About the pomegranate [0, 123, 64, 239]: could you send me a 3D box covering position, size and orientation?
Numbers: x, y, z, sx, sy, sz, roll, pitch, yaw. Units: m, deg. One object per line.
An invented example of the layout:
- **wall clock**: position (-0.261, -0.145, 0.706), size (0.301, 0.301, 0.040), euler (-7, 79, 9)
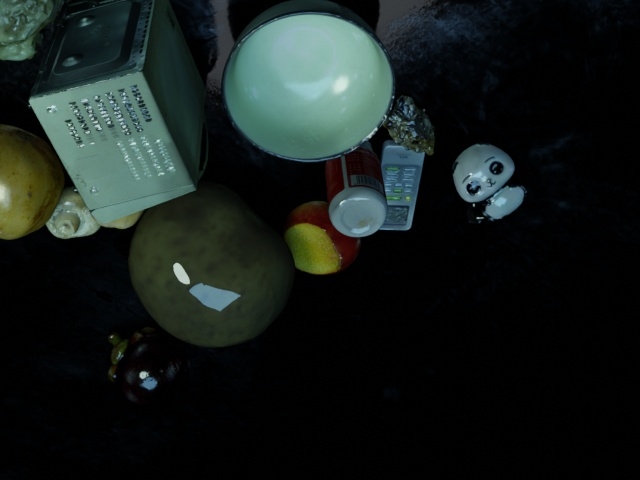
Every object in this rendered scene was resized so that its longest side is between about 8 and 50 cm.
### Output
- **pomegranate**: position (-0.703, -0.123, 1.972), size (0.264, 0.264, 0.264), euler (-2, 130, -2)

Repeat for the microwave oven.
- **microwave oven**: position (-0.391, -0.279, 1.777), size (0.247, 0.394, 0.333), euler (-15, 129, 8)

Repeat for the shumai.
- **shumai**: position (-0.596, -0.429, 1.747), size (0.225, 0.260, 0.222), euler (-20, 131, -8)

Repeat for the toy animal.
- **toy animal**: position (0.385, -0.135, 2.110), size (0.166, 0.138, 0.179), euler (-39, 128, 6)

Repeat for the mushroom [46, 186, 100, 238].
- **mushroom**: position (-0.590, -0.064, 2.126), size (0.148, 0.112, 0.148), euler (3, 126, 4)

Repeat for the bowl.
- **bowl**: position (-0.027, -0.356, 1.872), size (0.354, 0.185, 0.353), euler (-2, 130, -2)

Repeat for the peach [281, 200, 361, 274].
- **peach**: position (0.000, 0.000, 2.165), size (0.190, 0.192, 0.190), euler (-3, 118, -6)

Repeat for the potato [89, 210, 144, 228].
- **potato**: position (-0.462, -0.140, 2.052), size (0.150, 0.146, 0.233), euler (9, 107, -21)

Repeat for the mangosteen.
- **mangosteen**: position (-0.477, 0.330, 2.417), size (0.250, 0.211, 0.211), euler (35, 125, 7)

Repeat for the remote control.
- **remote control**: position (0.185, -0.130, 2.169), size (0.103, 0.034, 0.250), euler (3, 130, -6)

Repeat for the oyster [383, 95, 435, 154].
- **oyster**: position (0.212, -0.252, 2.048), size (0.148, 0.051, 0.103), euler (36, 106, -21)

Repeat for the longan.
- **longan**: position (-0.255, 0.059, 2.103), size (0.405, 0.336, 0.404), euler (6, 117, 12)

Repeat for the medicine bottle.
- **medicine bottle**: position (0.077, -0.127, 2.024), size (0.131, 0.250, 0.131), euler (-2, 129, -2)
